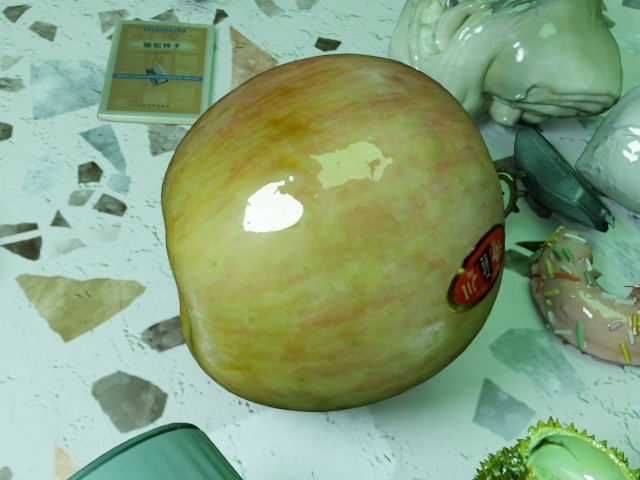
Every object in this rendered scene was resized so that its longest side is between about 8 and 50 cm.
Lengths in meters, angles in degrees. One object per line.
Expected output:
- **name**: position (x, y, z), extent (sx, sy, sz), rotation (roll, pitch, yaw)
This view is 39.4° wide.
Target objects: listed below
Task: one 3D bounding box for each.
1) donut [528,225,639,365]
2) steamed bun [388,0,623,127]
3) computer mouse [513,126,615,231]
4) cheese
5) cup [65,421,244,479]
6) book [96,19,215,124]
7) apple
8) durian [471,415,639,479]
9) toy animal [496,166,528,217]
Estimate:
- **donut**: position (0.395, 0.070, 1.181), extent (0.233, 0.085, 0.199), rotation (9, 50, 2)
- **steamed bun**: position (0.287, -0.336, 1.391), extent (0.340, 0.247, 0.352), rotation (-5, 42, -8)
- **computer mouse**: position (0.342, -0.076, 1.292), extent (0.113, 0.068, 0.229), rotation (28, 25, -42)
- **cheese**: position (0.502, -0.135, 1.317), extent (0.198, 0.189, 0.154), rotation (29, 22, 16)
- **cup**: position (-0.121, 0.411, 0.727), extent (0.392, 0.400, 0.310), rotation (41, 23, 19)
- **book**: position (-0.258, -0.274, 1.435), extent (0.170, 0.018, 0.241), rotation (2, 49, -5)
- **apple**: position (0.000, 0.000, 0.985), extent (0.347, 0.391, 0.391), rotation (-16, 53, -18)
- **durian**: position (0.223, 0.308, 0.894), extent (0.200, 0.176, 0.236), rotation (27, 56, 3)
- **toy animal**: position (0.156, -0.132, 1.247), extent (0.260, 0.087, 0.243), rotation (-8, 69, -35)
